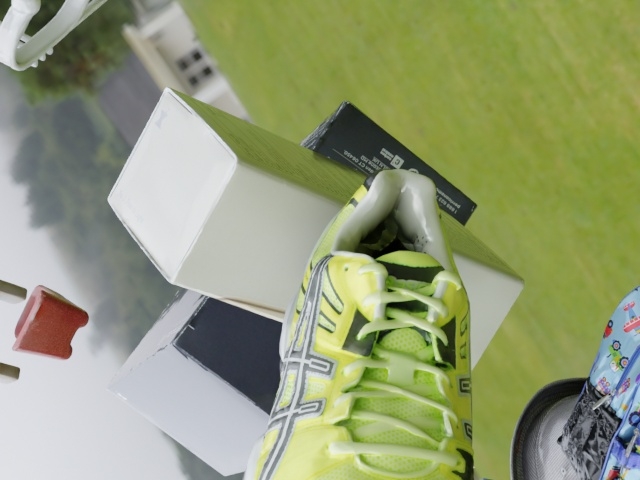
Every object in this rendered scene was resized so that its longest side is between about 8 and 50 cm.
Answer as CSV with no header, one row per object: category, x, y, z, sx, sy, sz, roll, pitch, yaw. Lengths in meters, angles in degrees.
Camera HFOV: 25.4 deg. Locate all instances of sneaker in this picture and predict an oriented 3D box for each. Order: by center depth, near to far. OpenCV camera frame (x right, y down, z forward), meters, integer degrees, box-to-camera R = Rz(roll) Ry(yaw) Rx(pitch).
sneaker,0.029,0.091,0.891,0.385,0.145,0.147,-96,15,-56

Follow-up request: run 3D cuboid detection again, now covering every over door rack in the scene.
over door rack,-0.224,-0.256,1.025,0.239,0.108,0.324,28,-146,10

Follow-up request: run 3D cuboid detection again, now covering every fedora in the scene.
fedora,0.350,0.278,1.642,0.124,0.243,0.275,-48,58,61

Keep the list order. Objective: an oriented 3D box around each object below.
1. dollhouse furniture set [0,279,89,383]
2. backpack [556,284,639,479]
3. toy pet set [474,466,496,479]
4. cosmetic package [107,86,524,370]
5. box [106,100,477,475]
dollhouse furniture set,-0.318,0.183,1.270,0.152,0.201,0.374,27,-126,-45
backpack,0.269,0.115,1.009,0.117,0.158,0.173,-105,26,-60
toy pet set,0.174,0.317,1.673,0.114,0.122,0.065,15,162,-24
cosmetic package,0.000,0.000,1.171,0.309,0.113,0.160,21,-165,-34
box,-0.041,0.066,1.513,0.179,0.312,0.343,38,159,-7
